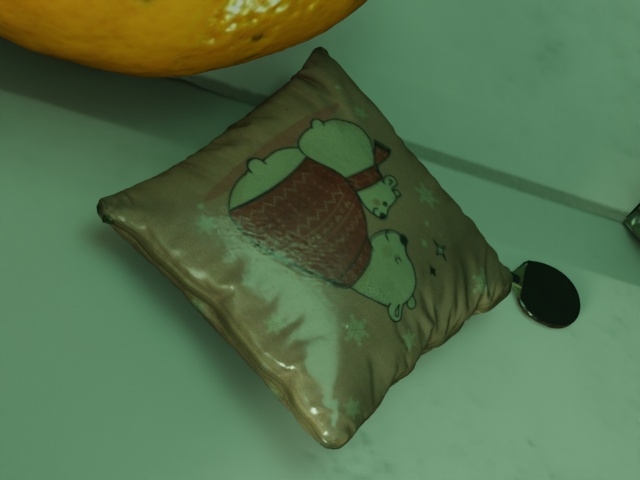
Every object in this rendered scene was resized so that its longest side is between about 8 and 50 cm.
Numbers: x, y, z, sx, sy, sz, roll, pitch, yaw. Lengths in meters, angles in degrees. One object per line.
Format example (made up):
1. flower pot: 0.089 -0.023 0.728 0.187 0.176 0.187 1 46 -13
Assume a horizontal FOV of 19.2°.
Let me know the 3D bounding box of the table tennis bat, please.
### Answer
1. table tennis bat: 0.150 0.034 1.358 0.083 0.007 0.050 24 54 -15

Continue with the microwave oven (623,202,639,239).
1. microwave oven: 0.343 -0.036 1.373 0.163 0.205 0.129 44 51 4

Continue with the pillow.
1. pillow: 0.000 0.000 1.253 0.223 0.084 0.236 45 49 6

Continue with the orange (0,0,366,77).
1. orange: -0.107 -0.314 1.231 0.424 0.326 0.424 14 55 -21
